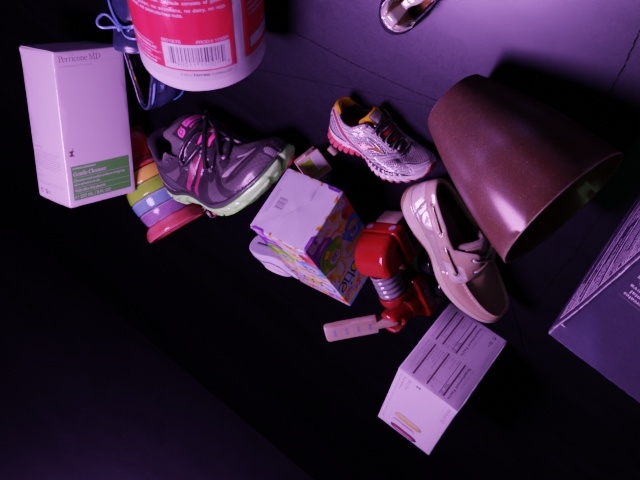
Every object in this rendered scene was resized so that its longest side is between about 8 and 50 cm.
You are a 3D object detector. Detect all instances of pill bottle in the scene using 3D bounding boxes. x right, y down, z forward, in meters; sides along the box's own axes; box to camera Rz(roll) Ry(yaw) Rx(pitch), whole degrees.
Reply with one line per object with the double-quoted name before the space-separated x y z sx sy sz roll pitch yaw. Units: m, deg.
"pill bottle" -0.208 -0.463 1.165 0.229 0.229 0.408 32 148 22

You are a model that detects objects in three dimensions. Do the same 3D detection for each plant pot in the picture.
"plant pot" 0.268 -0.124 1.051 0.230 0.215 0.215 50 153 20

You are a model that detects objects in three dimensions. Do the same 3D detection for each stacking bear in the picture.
"stacking bear" -0.452 -0.159 1.933 0.289 0.175 0.164 60 175 -3

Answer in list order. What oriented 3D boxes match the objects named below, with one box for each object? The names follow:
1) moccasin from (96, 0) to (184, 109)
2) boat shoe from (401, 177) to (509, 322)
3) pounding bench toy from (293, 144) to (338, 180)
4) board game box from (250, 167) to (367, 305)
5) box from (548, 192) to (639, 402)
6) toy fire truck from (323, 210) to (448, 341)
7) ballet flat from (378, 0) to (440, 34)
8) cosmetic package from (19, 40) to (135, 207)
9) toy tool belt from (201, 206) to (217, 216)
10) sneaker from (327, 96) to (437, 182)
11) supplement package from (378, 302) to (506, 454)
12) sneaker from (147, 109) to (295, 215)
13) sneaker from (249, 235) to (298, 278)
"moccasin" -0.376 -0.424 1.537 0.137 0.117 0.342 20 143 36
"boat shoe" 0.262 0.021 1.318 0.302 0.109 0.098 57 150 -10
"pounding bench toy" -0.004 -0.162 1.475 0.052 0.083 0.065 52 -178 -15
"board game box" 0.000 0.000 1.494 0.142 0.144 0.275 25 166 30
"box" 0.464 0.007 0.852 0.182 0.296 0.294 38 151 10
"toy fire truck" 0.117 0.088 1.435 0.158 0.246 0.217 7 134 47
"ballet flat" 0.129 -0.347 1.051 0.074 0.074 0.203 50 151 -9
"cosmetic package" -0.582 -0.287 1.767 0.155 0.197 0.366 19 119 38
"toy tool belt" -0.293 -0.099 1.925 0.083 0.052 0.051 47 -178 2
"sneaker" 0.103 -0.177 1.280 0.225 0.088 0.093 30 146 24
"supplement package" 0.257 0.304 1.575 0.145 0.204 0.262 34 149 17
"sneaker" -0.247 -0.182 1.617 0.482 0.185 0.202 4 136 48
"sneaker" -0.059 0.050 1.789 0.258 0.094 0.091 23 162 41
